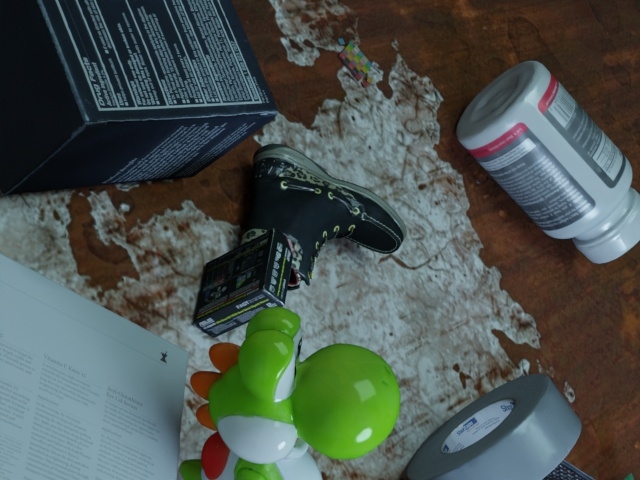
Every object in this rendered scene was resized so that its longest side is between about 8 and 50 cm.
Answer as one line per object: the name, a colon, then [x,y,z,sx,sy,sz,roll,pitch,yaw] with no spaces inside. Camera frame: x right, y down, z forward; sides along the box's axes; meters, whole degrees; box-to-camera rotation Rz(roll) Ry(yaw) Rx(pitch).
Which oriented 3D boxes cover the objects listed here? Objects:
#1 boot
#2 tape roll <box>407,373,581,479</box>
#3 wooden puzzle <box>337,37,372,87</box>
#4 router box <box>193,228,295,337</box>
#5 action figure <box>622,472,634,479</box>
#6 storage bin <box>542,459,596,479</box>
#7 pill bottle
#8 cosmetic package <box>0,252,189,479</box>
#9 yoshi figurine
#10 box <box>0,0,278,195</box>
boot: [-0.002,0.000,1.741,0.236,0.085,0.178,31,49,-22]
tape roll: [0.216,0.260,1.701,0.072,0.219,0.219,54,39,-5]
wooden puzzle: [0.053,-0.269,2.027,0.083,0.006,0.049,49,40,-13]
router box: [-0.089,0.051,1.584,0.038,0.122,0.092,38,44,-31]
action figure: [0.474,0.465,1.968,0.137,0.063,0.232,-15,74,-52]
storage bin: [0.305,0.367,1.835,0.180,0.084,0.122,33,46,-27]
pill bottle: [0.378,-0.115,2.143,0.318,0.176,0.176,45,41,-17]
cosmetic package: [-0.300,0.169,1.284,0.377,0.097,0.284,33,47,-37]
yoshi figurine: [-0.012,0.227,1.359,0.203,0.362,0.203,-16,43,-22]
box: [-0.252,-0.226,1.536,0.294,0.183,0.296,-8,71,-50]
